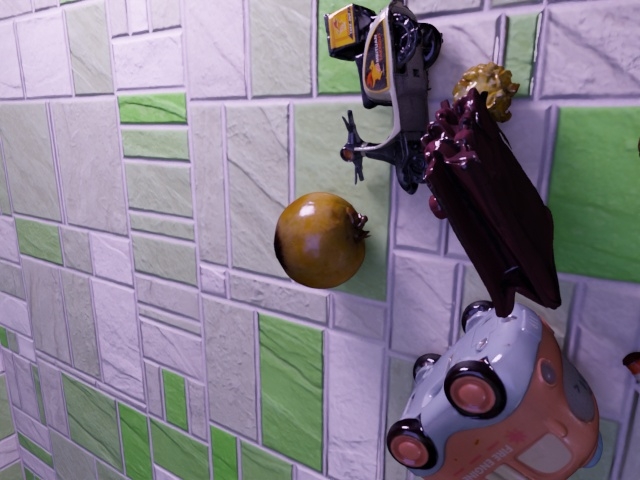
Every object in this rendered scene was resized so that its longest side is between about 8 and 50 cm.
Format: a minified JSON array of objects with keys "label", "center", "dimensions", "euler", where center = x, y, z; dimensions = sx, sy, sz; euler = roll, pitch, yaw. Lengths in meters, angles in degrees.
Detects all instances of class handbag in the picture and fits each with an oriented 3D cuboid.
[{"label":"handbag","center":[0.185,-0.047,0.496],"dimensions":[0.074,0.203,0.216],"euler":[-25,115,33]}]

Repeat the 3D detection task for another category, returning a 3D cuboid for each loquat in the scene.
[{"label":"loquat","center":[0.000,0.000,0.697],"dimensions":[0.163,0.137,0.163],"euler":[-6,79,36]}]

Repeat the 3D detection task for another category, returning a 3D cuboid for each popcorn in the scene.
[{"label":"popcorn","center":[0.207,-0.181,0.565],"dimensions":[0.083,0.057,0.082],"euler":[-7,91,37]}]

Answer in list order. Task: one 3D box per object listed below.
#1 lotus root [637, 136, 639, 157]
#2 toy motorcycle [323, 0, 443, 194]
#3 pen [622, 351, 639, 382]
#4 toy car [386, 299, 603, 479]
[{"label":"lotus root","center":[0.425,-0.107,0.404],"dimensions":[0.241,0.123,0.124],"euler":[-22,118,33]},{"label":"toy motorcycle","center":[0.092,-0.192,0.622],"dimensions":[0.157,0.091,0.263],"euler":[0,100,41]},{"label":"pen","center":[0.446,0.227,0.530],"dimensions":[0.218,0.026,0.026],"euler":[52,123,12]},{"label":"toy car","center":[0.233,0.227,0.587],"dimensions":[0.212,0.180,0.270],"euler":[37,120,8]}]
